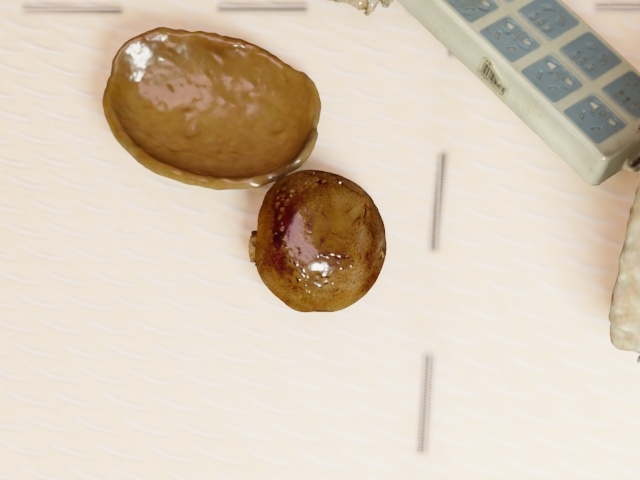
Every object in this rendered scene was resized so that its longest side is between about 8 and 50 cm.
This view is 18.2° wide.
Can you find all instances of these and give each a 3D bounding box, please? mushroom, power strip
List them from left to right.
[{"bbox_3d":[0.000,0.000,1.717,0.127,0.087,0.127,3,78,-14],"label":"mushroom"},{"bbox_3d":[0.155,-0.194,1.746,0.106,0.043,0.367,-32,68,-32],"label":"power strip"}]

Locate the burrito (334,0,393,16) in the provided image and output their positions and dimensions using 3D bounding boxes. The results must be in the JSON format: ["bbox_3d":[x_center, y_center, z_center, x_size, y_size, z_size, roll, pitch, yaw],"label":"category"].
[{"bbox_3d":[0.001,-0.250,1.809,0.149,0.041,0.055,32,58,20],"label":"burrito"}]

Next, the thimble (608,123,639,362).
[{"bbox_3d":[0.322,-0.012,1.605,0.148,0.196,0.229,16,105,17],"label":"thimble"}]

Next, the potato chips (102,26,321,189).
[{"bbox_3d":[-0.096,-0.111,1.776,0.201,0.049,0.150,10,71,14],"label":"potato chips"}]
